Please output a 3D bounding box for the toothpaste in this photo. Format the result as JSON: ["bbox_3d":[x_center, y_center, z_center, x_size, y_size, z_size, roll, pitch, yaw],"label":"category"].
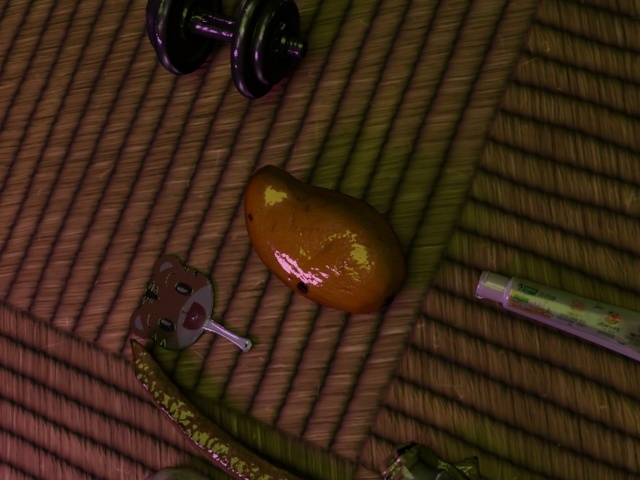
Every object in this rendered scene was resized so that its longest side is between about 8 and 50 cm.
[{"bbox_3d":[0.384,0.110,1.311,0.314,0.058,0.056,19,43,14],"label":"toothpaste"}]

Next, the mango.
[{"bbox_3d":[0.003,0.001,1.401,0.295,0.120,0.177,35,99,20],"label":"mango"}]

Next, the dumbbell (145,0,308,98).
[{"bbox_3d":[-0.155,-0.344,1.462,0.290,0.192,0.192,18,86,17],"label":"dumbbell"}]

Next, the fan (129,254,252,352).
[{"bbox_3d":[-0.208,0.127,1.495,0.227,0.008,0.152,25,87,19],"label":"fan"}]

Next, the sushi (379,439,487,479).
[{"bbox_3d":[0.210,0.399,1.273,0.291,0.131,0.139,41,95,26],"label":"sushi"}]

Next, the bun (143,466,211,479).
[{"bbox_3d":[-0.235,0.446,1.397,0.183,0.102,0.183,-4,76,17],"label":"bun"}]

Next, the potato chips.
[{"bbox_3d":[-0.175,0.303,1.431,0.407,0.057,0.080,35,78,18],"label":"potato chips"}]
